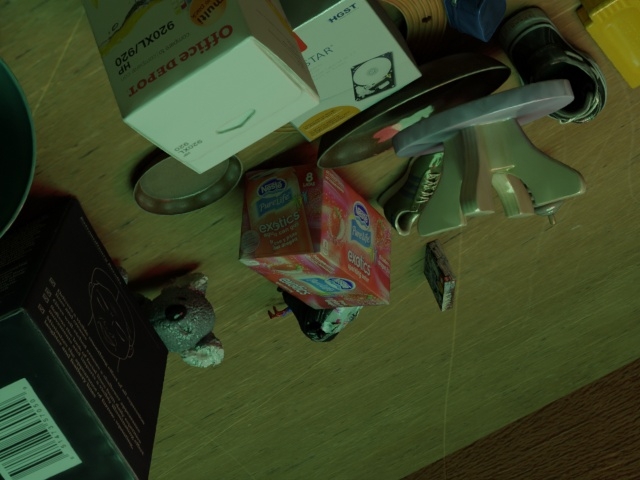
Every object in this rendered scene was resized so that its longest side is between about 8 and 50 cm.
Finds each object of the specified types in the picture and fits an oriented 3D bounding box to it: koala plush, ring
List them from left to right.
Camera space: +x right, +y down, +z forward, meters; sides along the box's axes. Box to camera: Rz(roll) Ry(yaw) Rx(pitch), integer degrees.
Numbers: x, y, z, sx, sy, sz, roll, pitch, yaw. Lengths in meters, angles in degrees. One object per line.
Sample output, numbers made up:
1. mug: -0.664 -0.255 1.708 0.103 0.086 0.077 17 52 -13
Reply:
1. koala plush: -0.279 0.140 1.912 0.221 0.196 0.203 -13 163 -19
2. ring: 0.013 -0.261 1.546 0.337 0.032 0.336 -17 152 -9

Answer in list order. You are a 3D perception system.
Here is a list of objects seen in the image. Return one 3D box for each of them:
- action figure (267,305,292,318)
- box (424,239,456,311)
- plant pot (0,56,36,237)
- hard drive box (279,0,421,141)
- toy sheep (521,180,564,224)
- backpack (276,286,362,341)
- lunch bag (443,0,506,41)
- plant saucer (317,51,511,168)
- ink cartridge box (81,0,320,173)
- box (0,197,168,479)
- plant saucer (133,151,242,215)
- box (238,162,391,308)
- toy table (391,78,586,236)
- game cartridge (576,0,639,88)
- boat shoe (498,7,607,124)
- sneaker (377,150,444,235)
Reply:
1. action figure: -0.047 0.127 2.217 0.115 0.030 0.038 -9 156 -34
2. box: 0.236 0.071 2.255 0.027 0.094 0.137 -19 153 -7
3. plant pot: -0.473 -0.096 1.264 0.290 0.290 0.195 -12 -178 -19
4. hard drive box: -0.001 -0.244 1.435 0.181 0.089 0.232 -30 152 14
5. toy sheep: 0.402 -0.090 2.063 0.091 0.132 0.091 -26 -168 6
6. backpack: 0.025 0.079 2.080 0.115 0.152 0.182 4 131 -50
7. lunch bag: 0.203 -0.321 1.529 0.067 0.065 0.098 -58 155 -14
8. plant saucer: 0.127 -0.194 1.650 0.311 0.050 0.310 -24 173 -3
9. ink cartridge box: -0.139 -0.230 1.261 0.171 0.232 0.168 -30 152 15
10. box: -0.377 0.167 1.543 0.212 0.395 0.293 -26 110 7
11. plant saucer: -0.200 -0.095 1.692 0.168 0.029 0.168 -18 154 -9
12. box: 0.000 0.000 1.842 0.142 0.154 0.300 -5 159 23
13. toy table: 0.246 -0.113 1.647 0.274 0.160 0.252 -19 172 38
14. game cartridge: 0.572 -0.377 1.732 0.324 0.052 0.285 -34 151 19
15. boat shoe: 0.372 -0.236 1.763 0.121 0.119 0.335 -34 151 21
16. sneaker: 0.173 -0.083 1.931 0.064 0.086 0.192 0 145 -37
